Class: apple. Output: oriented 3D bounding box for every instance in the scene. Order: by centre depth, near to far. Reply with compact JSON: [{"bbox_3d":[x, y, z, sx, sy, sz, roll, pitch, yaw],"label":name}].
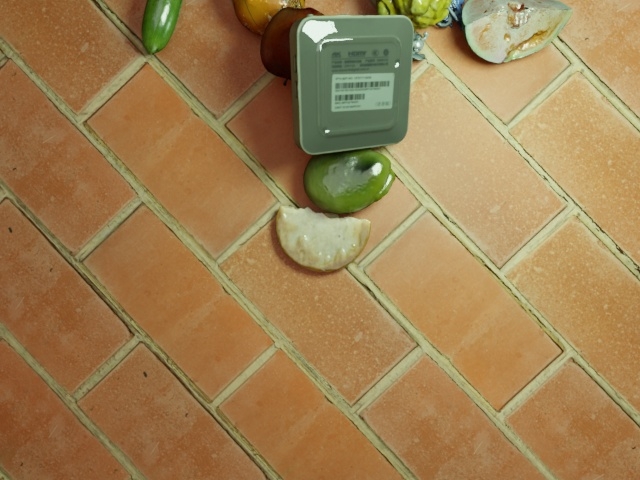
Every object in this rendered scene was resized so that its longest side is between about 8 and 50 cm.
[{"bbox_3d":[-0.071,-0.576,1.461,0.234,0.234,0.233,0,90,2],"label":"apple"}]

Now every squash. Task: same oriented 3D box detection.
[{"bbox_3d":[-0.497,-0.799,1.578,0.107,0.107,0.394,16,90,1],"label":"squash"}]

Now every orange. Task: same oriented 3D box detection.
[{"bbox_3d":[-0.166,-0.764,1.538,0.235,0.182,0.234,2,101,8],"label":"orange"}]

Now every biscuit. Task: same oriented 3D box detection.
[{"bbox_3d":[0.000,0.000,1.595,0.309,0.040,0.204,10,90,2],"label":"biscuit"}]

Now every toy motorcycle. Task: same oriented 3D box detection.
[{"bbox_3d":[0.423,-0.785,1.572,0.114,0.076,0.204,3,91,-5],"label":"toy motorcycle"}]

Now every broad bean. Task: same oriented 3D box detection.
[{"bbox_3d":[0.088,-0.205,1.552,0.291,0.119,0.237,-12,87,0],"label":"broad bean"}]

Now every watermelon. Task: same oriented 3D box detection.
[{"bbox_3d":[0.584,-0.680,1.543,0.322,0.188,0.175,2,135,-5],"label":"watermelon"}]

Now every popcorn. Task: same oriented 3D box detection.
[{"bbox_3d":[0.272,-0.751,1.474,0.235,0.242,0.250,-35,76,20],"label":"popcorn"}]

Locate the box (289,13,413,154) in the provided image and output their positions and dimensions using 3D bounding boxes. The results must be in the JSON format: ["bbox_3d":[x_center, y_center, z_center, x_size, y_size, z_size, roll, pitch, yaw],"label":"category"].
[{"bbox_3d":[0.096,-0.449,1.405,0.368,0.090,0.372,-13,117,-23],"label":"box"}]

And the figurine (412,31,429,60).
[{"bbox_3d":[0.302,-0.627,1.566,0.082,0.095,0.086,30,126,37],"label":"figurine"}]
